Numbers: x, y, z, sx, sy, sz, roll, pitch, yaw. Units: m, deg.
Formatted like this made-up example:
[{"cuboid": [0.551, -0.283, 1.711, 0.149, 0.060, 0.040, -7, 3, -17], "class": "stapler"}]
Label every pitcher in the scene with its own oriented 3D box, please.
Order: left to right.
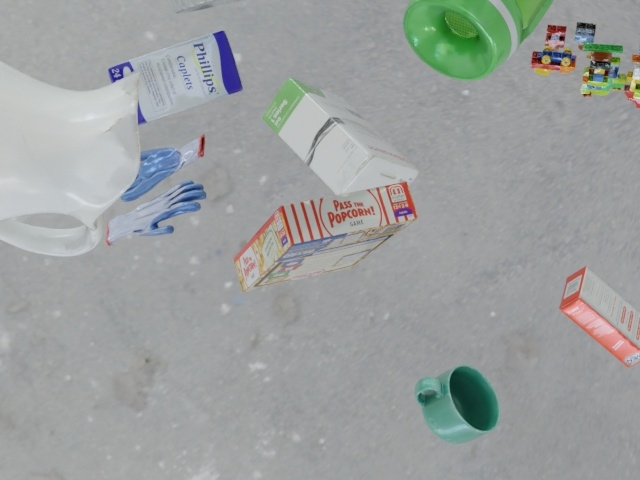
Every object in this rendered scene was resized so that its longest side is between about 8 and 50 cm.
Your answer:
[{"cuboid": [-0.225, -0.046, 0.598, 0.177, 0.207, 0.125, 120, 150, -51], "class": "pitcher"}]

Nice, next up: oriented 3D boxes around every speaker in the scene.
[{"cuboid": [0.207, -0.310, 1.063, 0.131, 0.131, 0.296, 28, 64, 15], "class": "speaker"}]

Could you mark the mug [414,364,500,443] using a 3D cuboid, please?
[{"cuboid": [0.237, 0.292, 1.793, 0.157, 0.129, 0.097, 50, 131, -3], "class": "mug"}]

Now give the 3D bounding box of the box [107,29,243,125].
[{"cuboid": [-0.167, -0.186, 1.134, 0.137, 0.126, 0.072, -20, 104, -6], "class": "box"}]

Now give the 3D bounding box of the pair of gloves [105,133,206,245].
[{"cuboid": [-0.226, -0.070, 1.350, 0.159, 0.198, 0.023, -23, 130, 16], "class": "pair of gloves"}]

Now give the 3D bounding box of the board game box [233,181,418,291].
[{"cuboid": [0.000, 0.000, 1.086, 0.193, 0.147, 0.045, 138, 118, -64], "class": "board game box"}]

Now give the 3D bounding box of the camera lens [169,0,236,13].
[{"cuboid": [-0.076, -0.363, 0.887, 0.220, 0.219, 0.274, -10, 103, 23], "class": "camera lens"}]

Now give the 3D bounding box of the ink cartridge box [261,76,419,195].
[{"cuboid": [0.033, -0.157, 1.626, 0.092, 0.160, 0.219, -53, 58, 18], "class": "ink cartridge box"}]

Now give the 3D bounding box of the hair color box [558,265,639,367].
[{"cuboid": [0.409, 0.109, 1.411, 0.141, 0.072, 0.043, 39, 135, -10], "class": "hair color box"}]

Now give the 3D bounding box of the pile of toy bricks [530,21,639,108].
[{"cuboid": [0.450, -0.274, 1.609, 0.212, 0.118, 0.105, 9, 141, 12], "class": "pile of toy bricks"}]
